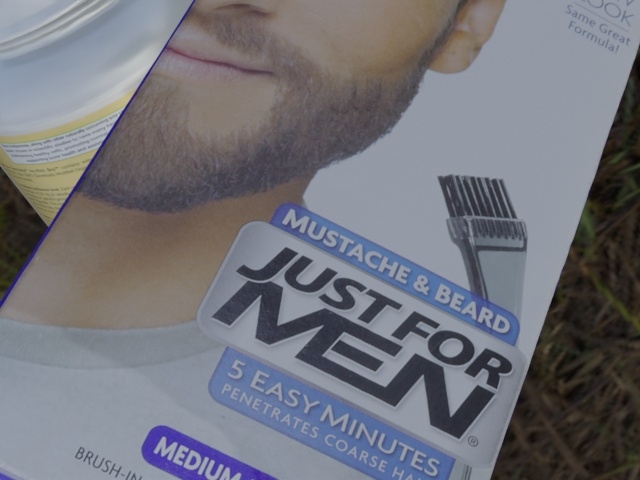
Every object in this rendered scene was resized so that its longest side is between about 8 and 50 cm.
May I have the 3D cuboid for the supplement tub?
[{"bbox_3d":[-0.133,-0.109,1.048,0.241,0.241,0.331,-3,135,33],"label":"supplement tub"}]

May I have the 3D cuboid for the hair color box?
[{"bbox_3d":[0.000,0.000,0.573,0.185,0.339,0.110,25,144,0],"label":"hair color box"}]
